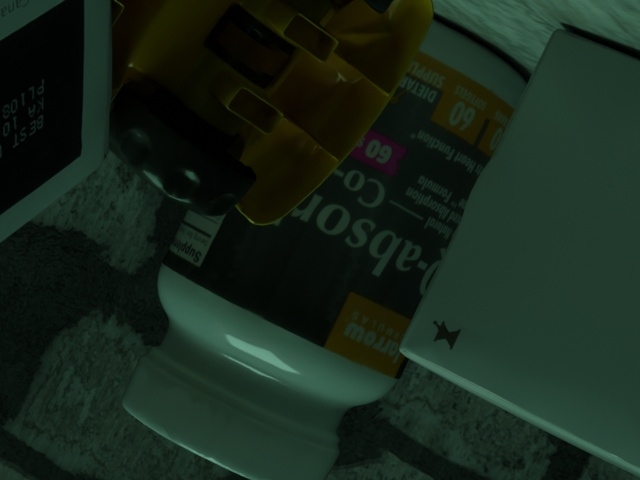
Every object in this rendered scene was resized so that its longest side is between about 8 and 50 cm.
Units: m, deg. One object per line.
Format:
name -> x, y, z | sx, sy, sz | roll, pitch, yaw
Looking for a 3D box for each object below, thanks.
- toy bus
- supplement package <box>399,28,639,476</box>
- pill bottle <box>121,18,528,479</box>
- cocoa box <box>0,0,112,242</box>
toy bus -> -0.090, -0.139, 0.747 | 0.220, 0.149, 0.211 | 30, -168, -43
supplement package -> 0.200, 0.040, 0.851 | 0.175, 0.177, 0.293 | 26, 180, 29
pill bottle -> 0.000, 0.000, 0.968 | 0.162, 0.278, 0.162 | 25, 179, 0
cocoa box -> -0.250, -0.072, 0.460 | 0.228, 0.231, 0.347 | 26, -137, 20
